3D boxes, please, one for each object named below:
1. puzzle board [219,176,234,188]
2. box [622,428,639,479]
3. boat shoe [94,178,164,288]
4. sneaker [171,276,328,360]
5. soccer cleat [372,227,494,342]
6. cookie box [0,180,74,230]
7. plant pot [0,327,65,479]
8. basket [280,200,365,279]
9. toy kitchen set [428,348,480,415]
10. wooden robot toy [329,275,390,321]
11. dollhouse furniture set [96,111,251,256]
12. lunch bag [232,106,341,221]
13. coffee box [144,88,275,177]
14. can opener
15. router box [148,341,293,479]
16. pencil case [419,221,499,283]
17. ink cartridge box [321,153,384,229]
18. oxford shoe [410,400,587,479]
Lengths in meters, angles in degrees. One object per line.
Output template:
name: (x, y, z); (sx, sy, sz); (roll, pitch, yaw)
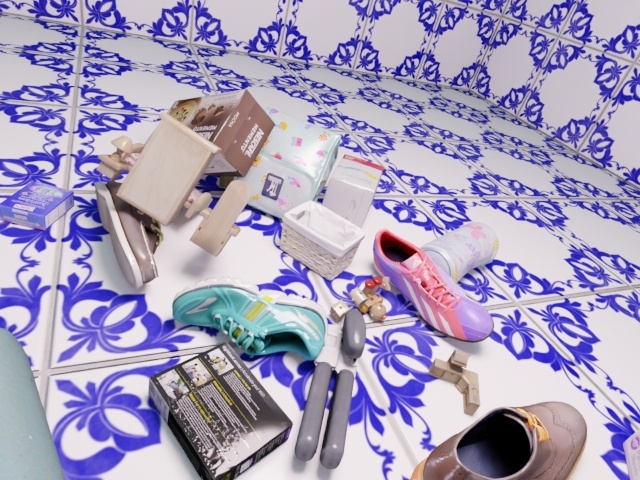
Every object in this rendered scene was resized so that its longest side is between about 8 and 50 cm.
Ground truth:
puzzle board: (-0.238, -0.177, 1.203); (0.096, 0.011, 0.128); (7, 36, -17)
box: (0.522, 0.431, 0.625); (0.063, 0.067, 0.324); (26, 36, 12)
boat shoe: (-0.372, -0.027, 0.844); (0.096, 0.117, 0.324); (-12, 38, -32)
sneaker: (-0.121, 0.139, 0.724); (0.275, 0.107, 0.110); (10, 43, -4)
soccer cleat: (0.227, 0.091, 0.905); (0.108, 0.116, 0.318); (-38, 53, -12)
cookie box: (-0.586, -0.074, 0.877); (0.091, 0.040, 0.107); (15, 34, -4)
plant pot: (-0.350, 0.236, 0.313); (0.341, 0.341, 0.334); (-10, 35, -34)
basket: (0.000, 0.000, 0.974); (0.167, 0.103, 0.113); (31, 37, 21)
toy kitchen set: (0.246, 0.250, 0.758); (0.083, 0.068, 0.075); (20, 34, 4)
wooden robot toy: (0.107, 0.130, 0.871); (0.173, 0.076, 0.079); (-18, 58, -40)
dollhouse furniture set: (-0.271, -0.146, 0.927); (0.303, 0.174, 0.355); (34, 7, -8)
lunch bag: (-0.092, -0.185, 1.113); (0.223, 0.160, 0.262); (23, 71, 4)
coffee box: (-0.280, -0.259, 1.046); (0.297, 0.119, 0.168); (10, 65, 40)
can opener: (0.025, 0.214, 0.685); (0.075, 0.095, 0.283); (18, 27, 2)
router box: (-0.146, 0.245, 0.613); (0.133, 0.046, 0.179); (-19, 48, -41)
pencil case: (0.346, 0.036, 1.065); (0.273, 0.114, 0.124); (-22, 56, -43)
ink cartridge box: (0.090, -0.140, 1.188); (0.127, 0.128, 0.176); (20, 34, 5)
oxford shoe: (0.308, 0.313, 0.637); (0.363, 0.133, 0.130); (-8, 41, -32)
